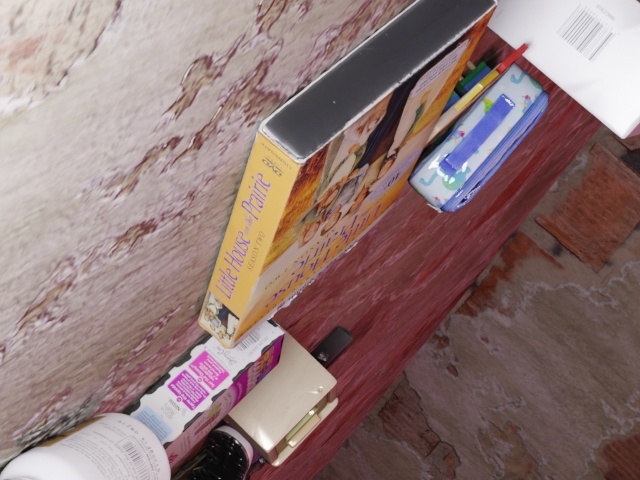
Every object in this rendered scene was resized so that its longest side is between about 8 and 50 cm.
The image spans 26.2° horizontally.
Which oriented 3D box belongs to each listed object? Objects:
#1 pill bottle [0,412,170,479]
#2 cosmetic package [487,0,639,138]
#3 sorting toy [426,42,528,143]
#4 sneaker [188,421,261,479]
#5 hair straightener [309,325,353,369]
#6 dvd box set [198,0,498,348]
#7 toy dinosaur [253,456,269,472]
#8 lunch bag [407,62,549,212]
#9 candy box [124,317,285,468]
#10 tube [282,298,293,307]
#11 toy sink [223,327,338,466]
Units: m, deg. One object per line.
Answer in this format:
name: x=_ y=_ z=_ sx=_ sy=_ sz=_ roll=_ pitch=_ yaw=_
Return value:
pill bottle: x=-0.267 y=0.273 z=1.442 sx=0.131 sy=0.131 sz=0.229 roll=-52 pitch=168 yaw=23
cosmetic package: x=0.345 y=-0.247 z=1.693 sx=0.138 sy=0.224 sz=0.225 roll=-51 pitch=168 yaw=19
sorting toy: x=0.149 y=-0.165 z=1.667 sx=0.132 sy=0.046 sz=0.274 roll=-42 pitch=179 yaw=-25
sneaker: x=-0.138 y=0.372 z=2.377 sx=0.124 sy=0.107 sz=0.283 roll=-47 pitch=171 yaw=-36
hair straightener: x=-0.023 y=0.220 z=2.451 sx=0.230 sy=0.047 sz=0.089 roll=-33 pitch=163 yaw=-36
dvd box set: x=0.017 y=-0.073 z=1.490 sx=0.307 sy=0.062 sz=0.420 roll=-40 pitch=167 yaw=-29
toy dinosaur: x=-0.145 y=0.440 z=2.700 sx=0.268 sy=0.064 sz=0.118 roll=-43 pitch=175 yaw=-7
lunch bag: x=0.212 y=-0.137 z=1.864 sx=0.219 sy=0.090 sz=0.176 roll=-49 pitch=180 yaw=2
candy box: x=-0.153 y=0.193 z=1.755 sx=0.233 sy=0.071 sz=0.159 roll=-44 pitch=169 yaw=-18
tube: x=0.000 y=0.000 z=1.738 sx=0.207 sy=0.052 sz=0.080 roll=-47 pitch=-176 yaw=-32
toy sink: x=-0.065 y=0.254 z=2.148 sx=0.153 sy=0.131 sz=0.234 roll=-44 pitch=169 yaw=-12
